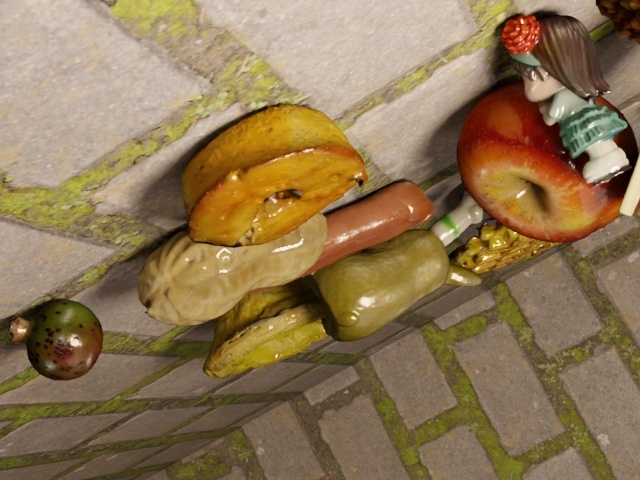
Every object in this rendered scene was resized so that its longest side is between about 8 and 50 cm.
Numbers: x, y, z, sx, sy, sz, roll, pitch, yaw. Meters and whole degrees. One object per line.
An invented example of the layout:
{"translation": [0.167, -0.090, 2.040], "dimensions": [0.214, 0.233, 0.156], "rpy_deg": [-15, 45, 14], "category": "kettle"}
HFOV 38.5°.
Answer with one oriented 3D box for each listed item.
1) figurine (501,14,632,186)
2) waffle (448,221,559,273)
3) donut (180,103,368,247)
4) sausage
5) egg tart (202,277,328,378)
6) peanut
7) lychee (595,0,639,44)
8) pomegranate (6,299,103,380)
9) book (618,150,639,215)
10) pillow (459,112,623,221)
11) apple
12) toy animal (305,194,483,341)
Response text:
{"translation": [0.336, -0.193, 1.225], "dimensions": [0.110, 0.245, 0.138], "rpy_deg": [-29, 173, 26], "category": "figurine"}
{"translation": [0.439, -0.028, 1.890], "dimensions": [0.382, 0.095, 0.380], "rpy_deg": [-11, 162, -48], "category": "waffle"}
{"translation": [-0.063, -0.074, 1.175], "dimensions": [0.253, 0.118, 0.253], "rpy_deg": [-26, 167, -6], "category": "donut"}
{"translation": [0.000, 0.000, 1.560], "dimensions": [0.419, 0.094, 0.094], "rpy_deg": [-21, 174, -20], "category": "sausage"}
{"translation": [-0.095, 0.162, 1.847], "dimensions": [0.345, 0.132, 0.345], "rpy_deg": [-25, 164, -8], "category": "egg tart"}
{"translation": [-0.123, 0.028, 1.374], "dimensions": [0.313, 0.149, 0.149], "rpy_deg": [-18, 162, -32], "category": "peanut"}
{"translation": [0.400, -0.305, 0.979], "dimensions": [0.236, 0.271, 0.236], "rpy_deg": [6, 139, 6], "category": "lychee"}
{"translation": [-0.384, 0.148, 1.350], "dimensions": [0.130, 0.130, 0.130], "rpy_deg": [-25, 164, -8], "category": "pomegranate"}
{"translation": [0.515, -0.233, 1.294], "dimensions": [0.262, 0.028, 0.373], "rpy_deg": [-28, 135, -58], "category": "book"}
{"translation": [0.442, -0.146, 1.818], "dimensions": [0.326, 0.101, 0.228], "rpy_deg": [-34, 164, 29], "category": "pillow"}
{"translation": [0.351, -0.131, 1.408], "dimensions": [0.206, 0.272, 0.251], "rpy_deg": [-56, 151, -27], "category": "apple"}
{"translation": [0.141, 0.056, 1.689], "dimensions": [0.363, 0.181, 0.180], "rpy_deg": [-26, -165, -26], "category": "toy animal"}
